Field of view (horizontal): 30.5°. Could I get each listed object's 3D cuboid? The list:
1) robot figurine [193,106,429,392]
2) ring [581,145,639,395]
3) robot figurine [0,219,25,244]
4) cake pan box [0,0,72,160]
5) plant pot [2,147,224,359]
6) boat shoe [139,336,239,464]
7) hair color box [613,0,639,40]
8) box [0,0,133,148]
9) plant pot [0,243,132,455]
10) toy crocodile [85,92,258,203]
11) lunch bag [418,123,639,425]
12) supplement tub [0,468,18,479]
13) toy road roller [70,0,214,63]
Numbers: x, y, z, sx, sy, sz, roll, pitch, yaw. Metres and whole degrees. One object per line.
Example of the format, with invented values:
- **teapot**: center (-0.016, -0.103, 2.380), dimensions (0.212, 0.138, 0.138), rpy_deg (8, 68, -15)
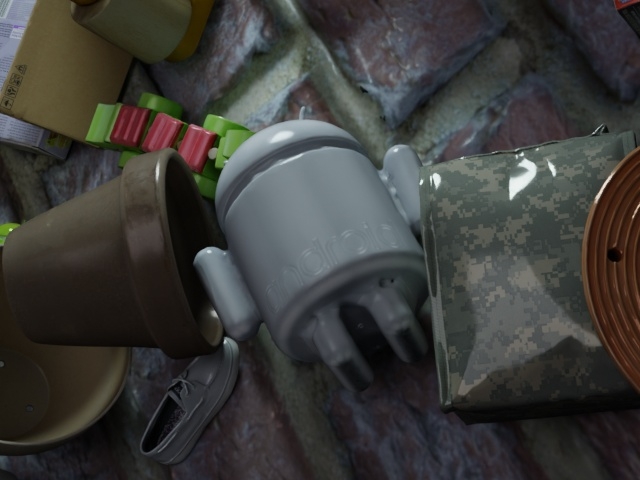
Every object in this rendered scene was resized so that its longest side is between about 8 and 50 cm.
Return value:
- **robot figurine**: center (0.000, 0.000, 1.379), dimensions (0.300, 0.200, 0.353), rpy_deg (-28, 59, -1)
- **ring**: center (0.406, 0.042, 1.099), dimensions (0.337, 0.032, 0.336), rpy_deg (2, 68, -6)
- **robot figurine**: center (-0.467, 0.026, 1.759), dimensions (0.101, 0.067, 0.115), rpy_deg (-2, 73, 41)
- **cake pan box**: center (-0.469, -0.267, 1.860), dimensions (0.267, 0.070, 0.245), rpy_deg (13, 80, 35)
- **plant pot**: center (-0.262, 0.035, 1.460), dimensions (0.229, 0.263, 0.263), rpy_deg (-12, 66, 5)
- **boat shoe**: center (-0.172, 0.202, 1.507), dimensions (0.066, 0.063, 0.184), rpy_deg (40, 98, 36)
- **hair color box**: center (0.353, -0.319, 1.322), dimensions (0.053, 0.093, 0.167), rpy_deg (-18, 66, 28)
- **box**: center (-0.373, -0.257, 1.753), dimensions (0.021, 0.164, 0.201), rpy_deg (173, 117, -76)
- **plant pot**: center (-0.415, 0.172, 1.581), dimensions (0.191, 0.284, 0.284), rpy_deg (127, 136, -53)
- **toy crocodile**: center (-0.205, -0.136, 1.618), dimensions (0.340, 0.105, 0.115), rpy_deg (20, 85, 37)
- **lunch bag**: center (0.233, 0.035, 1.218), dimensions (0.235, 0.169, 0.287), rpy_deg (-9, 73, 16)
- **supplement tub**: center (-0.532, 0.462, 1.549), dimensions (0.235, 0.235, 0.324), rpy_deg (-7, 70, 31)
- **toy road roller**: center (-0.280, -0.426, 1.716), dimensions (0.241, 0.202, 0.329), rpy_deg (1, 69, 46)
